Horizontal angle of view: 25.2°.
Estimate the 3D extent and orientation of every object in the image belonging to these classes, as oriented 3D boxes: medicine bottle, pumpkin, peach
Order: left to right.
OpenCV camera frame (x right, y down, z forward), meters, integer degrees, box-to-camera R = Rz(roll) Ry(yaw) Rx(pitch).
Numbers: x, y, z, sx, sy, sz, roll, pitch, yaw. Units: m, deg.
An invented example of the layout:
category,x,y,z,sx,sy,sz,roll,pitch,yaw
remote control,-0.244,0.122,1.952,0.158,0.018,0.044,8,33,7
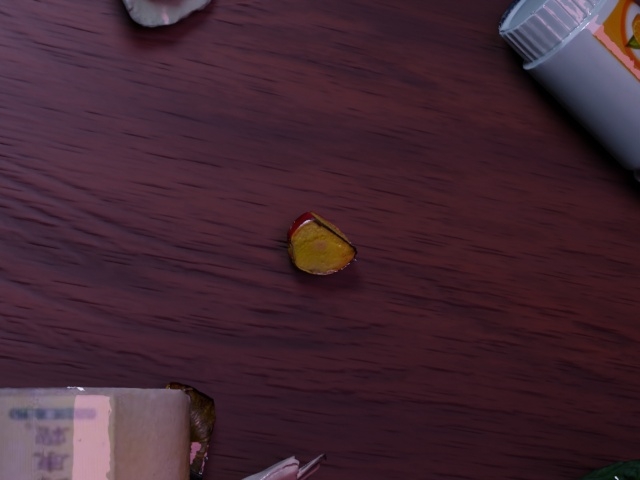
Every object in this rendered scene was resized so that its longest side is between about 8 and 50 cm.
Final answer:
category,x,y,z,sx,sy,sz,roll,pitch,yaw
medicine bottle,-0.250,0.353,1.457,0.236,0.236,0.406,3,81,-21
pumpkin,-0.158,0.217,1.622,0.073,0.035,0.101,22,72,-29
peach,0.000,0.000,1.697,0.083,0.050,0.077,-8,110,-13
medicine bottle,0.383,-0.205,1.815,0.318,0.158,0.158,42,71,-12

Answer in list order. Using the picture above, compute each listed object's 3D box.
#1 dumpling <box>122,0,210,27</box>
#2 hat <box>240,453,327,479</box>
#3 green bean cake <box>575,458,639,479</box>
category,x,y,z,sx,sy,sz,roll,pitch,yaw
dumpling,-0.190,-0.354,1.654,0.108,0.152,0.219,11,89,23
hat,-0.066,0.327,1.550,0.164,0.226,0.219,-1,93,-9
green bean cake,0.338,0.376,1.644,0.300,0.308,0.169,-27,92,-23
